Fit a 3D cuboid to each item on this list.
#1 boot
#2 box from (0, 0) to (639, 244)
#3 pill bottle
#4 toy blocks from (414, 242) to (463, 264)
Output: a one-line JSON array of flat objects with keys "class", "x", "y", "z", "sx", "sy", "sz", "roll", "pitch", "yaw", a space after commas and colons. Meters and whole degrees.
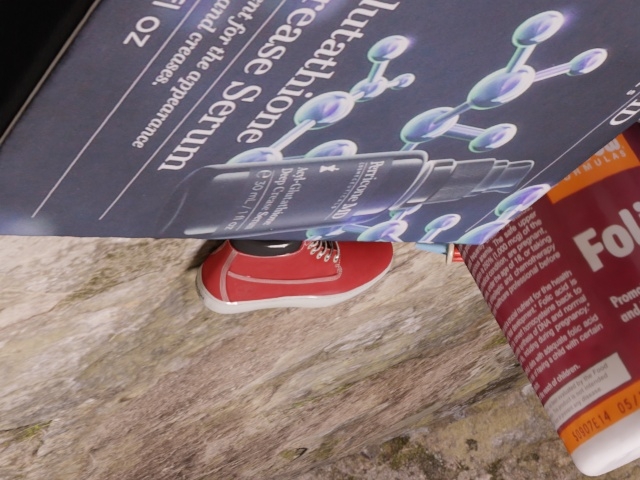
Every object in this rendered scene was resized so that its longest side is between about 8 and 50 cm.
[{"class": "boot", "x": 0.000, "y": 0.000, "z": 1.255, "sx": 0.244, "sy": 0.088, "sz": 0.176, "roll": -10, "pitch": 154, "yaw": -31}, {"class": "box", "x": 0.013, "y": -0.160, "z": 0.609, "sx": 0.396, "sy": 0.211, "sz": 0.293, "roll": 0, "pitch": 148, "yaw": -41}, {"class": "pill bottle", "x": 0.263, "y": 0.010, "z": 1.140, "sx": 0.224, "sy": 0.392, "sz": 0.224, "roll": -24, "pitch": 161, "yaw": -9}, {"class": "toy blocks", "x": 0.199, "y": 0.006, "z": 1.536, "sx": 0.148, "sy": 0.054, "sz": 0.123, "roll": 8, "pitch": -173, "yaw": 2}]
